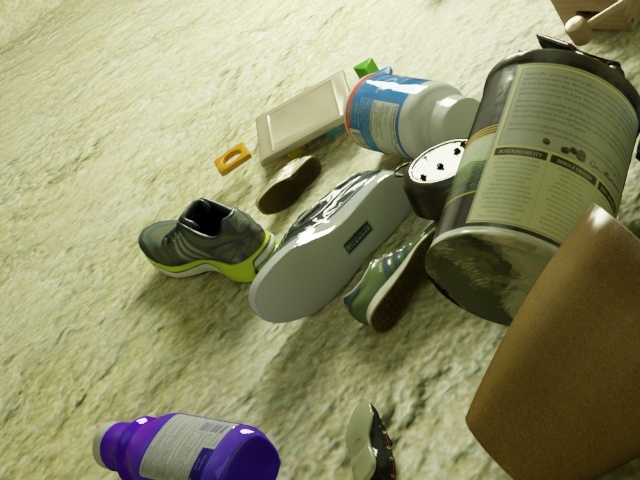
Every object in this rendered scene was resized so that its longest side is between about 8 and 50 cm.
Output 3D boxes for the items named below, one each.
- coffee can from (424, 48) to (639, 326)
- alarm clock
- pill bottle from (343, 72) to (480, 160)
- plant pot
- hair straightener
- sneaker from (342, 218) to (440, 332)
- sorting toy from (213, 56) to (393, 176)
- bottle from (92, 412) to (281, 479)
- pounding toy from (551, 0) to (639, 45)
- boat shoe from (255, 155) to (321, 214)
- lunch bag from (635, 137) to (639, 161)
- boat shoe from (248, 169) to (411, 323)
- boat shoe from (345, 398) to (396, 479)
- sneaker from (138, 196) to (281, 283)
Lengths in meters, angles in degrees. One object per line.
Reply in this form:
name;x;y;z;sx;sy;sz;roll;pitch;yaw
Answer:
coffee can;0.258;-0.061;1.445;0.201;0.201;0.275;-5;52;39
alarm clock;0.164;-0.090;1.649;0.129;0.064;0.192;-41;28;-23
pill bottle;0.145;-0.182;1.817;0.124;0.124;0.221;-47;35;-18
plant pot;0.277;0.134;1.226;0.254;0.237;0.237;-48;31;9
hair straightener;0.364;-0.243;1.781;0.089;0.047;0.230;-40;37;-8
sneaker;0.104;0.034;1.626;0.192;0.064;0.086;-49;38;-16
sorting toy;-0.024;-0.201;2.073;0.347;0.047;0.196;-28;29;11
bottle;-0.182;0.280;1.545;0.283;0.092;0.118;1;46;43
pounding toy;0.436;-0.356;1.811;0.181;0.094;0.206;15;63;47
boat shoe;-0.057;-0.089;1.956;0.135;0.050;0.045;-39;28;-25
lunch bag;0.445;-0.148;1.484;0.151;0.096;0.129;-132;62;-83
boat shoe;0.000;0.000;1.731;0.301;0.108;0.102;-45;33;-19
boat shoe;0.060;0.242;1.423;0.049;0.042;0.133;-50;25;25
sneaker;-0.189;-0.014;1.906;0.300;0.121;0.111;1;46;43
